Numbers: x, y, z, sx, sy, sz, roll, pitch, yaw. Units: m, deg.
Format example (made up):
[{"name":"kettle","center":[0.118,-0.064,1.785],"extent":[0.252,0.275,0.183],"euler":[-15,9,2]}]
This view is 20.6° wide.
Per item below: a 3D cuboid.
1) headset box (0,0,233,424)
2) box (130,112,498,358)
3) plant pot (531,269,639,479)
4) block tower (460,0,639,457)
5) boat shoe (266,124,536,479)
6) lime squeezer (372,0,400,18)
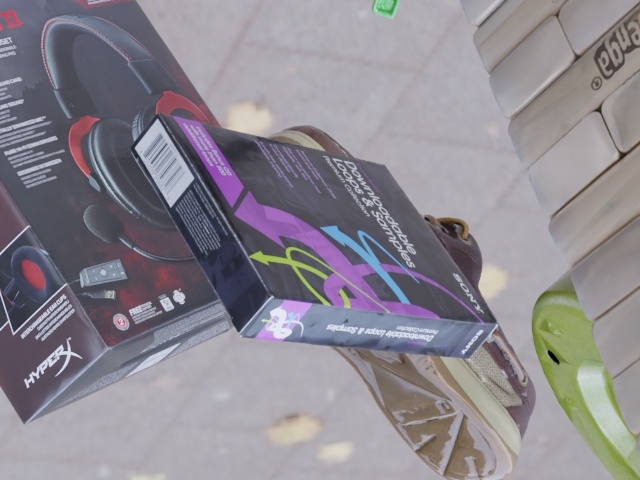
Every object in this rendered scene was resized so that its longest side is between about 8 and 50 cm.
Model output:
[{"name":"headset box","center":[-0.177,-0.052,1.194],"extent":[0.110,0.293,0.218],"euler":[-41,168,37]},{"name":"box","center":[0.000,0.000,0.818],"extent":[0.162,0.116,0.029],"euler":[11,128,-49]},{"name":"plant pot","center":[0.346,0.030,1.199],"extent":[0.353,0.366,0.366],"euler":[-36,147,-15]},{"name":"block tower","center":[0.110,-0.050,0.497],"extent":[0.091,0.335,0.097],"euler":[12,137,-40]},{"name":"boat shoe","center":[0.068,0.035,1.392],"extent":[0.123,0.123,0.342],"euler":[-17,116,47]},{"name":"lime squeezer","center":[0.073,-0.207,0.873],"extent":[0.059,0.110,0.310],"euler":[-1,169,-8]}]
